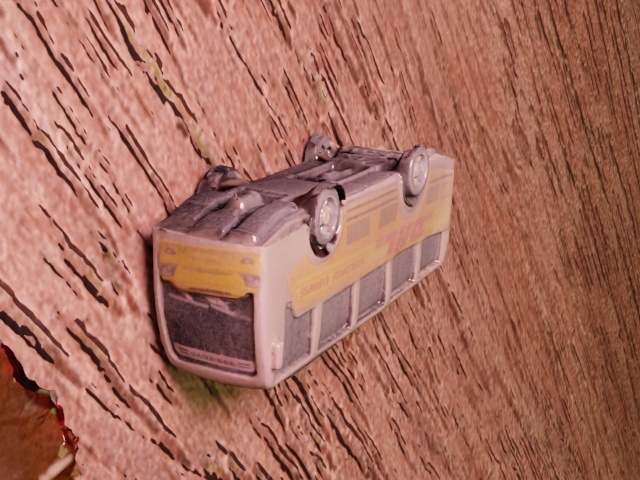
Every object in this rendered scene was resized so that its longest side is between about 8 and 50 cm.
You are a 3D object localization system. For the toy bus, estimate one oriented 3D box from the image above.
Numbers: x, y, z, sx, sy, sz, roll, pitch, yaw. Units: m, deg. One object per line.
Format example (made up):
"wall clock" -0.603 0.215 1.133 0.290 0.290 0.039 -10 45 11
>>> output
"toy bus" 0.000 0.000 0.895 0.342 0.097 0.138 -30 127 -59

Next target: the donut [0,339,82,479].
"donut" -0.209 0.149 0.507 0.270 0.103 0.269 3 90 -65
